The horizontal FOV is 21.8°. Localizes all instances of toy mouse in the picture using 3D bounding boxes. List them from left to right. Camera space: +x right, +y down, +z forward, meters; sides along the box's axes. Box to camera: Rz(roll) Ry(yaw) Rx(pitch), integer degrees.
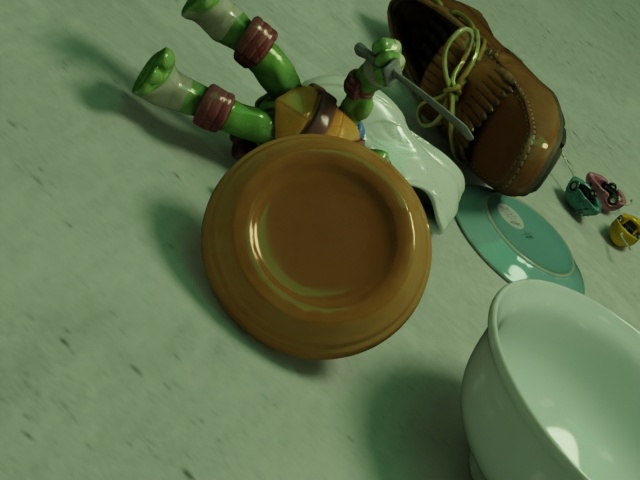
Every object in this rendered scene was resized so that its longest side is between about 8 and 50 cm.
[{"bbox_3d":[0.339,-0.049,2.047,0.143,0.031,0.161,44,27,6],"label":"toy mouse"}]

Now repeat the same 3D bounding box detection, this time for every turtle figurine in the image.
[{"bbox_3d":[-0.019,-0.116,1.507,0.266,0.198,0.274,34,24,-16],"label":"turtle figurine"}]

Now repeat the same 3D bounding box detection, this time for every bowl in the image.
[{"bbox_3d":[0.223,0.185,1.437,0.298,0.134,0.298,31,29,-19],"label":"bowl"}]

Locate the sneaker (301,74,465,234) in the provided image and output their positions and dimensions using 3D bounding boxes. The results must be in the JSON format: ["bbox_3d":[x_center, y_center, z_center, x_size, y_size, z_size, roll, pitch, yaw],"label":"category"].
[{"bbox_3d":[0.060,-0.086,1.707,0.212,0.080,0.094,35,39,-14],"label":"sneaker"}]

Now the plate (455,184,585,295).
[{"bbox_3d":[0.226,-0.001,1.839,0.188,0.024,0.188,30,30,-19],"label":"plate"}]

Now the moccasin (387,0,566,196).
[{"bbox_3d":[0.169,-0.180,1.905,0.147,0.139,0.380,19,32,-29],"label":"moccasin"}]

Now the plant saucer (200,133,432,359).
[{"bbox_3d":[0.000,0.000,1.399,0.200,0.037,0.200,3,72,-10],"label":"plant saucer"}]
